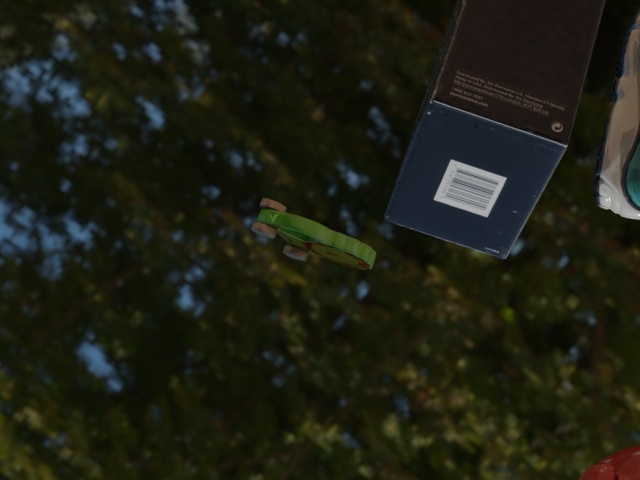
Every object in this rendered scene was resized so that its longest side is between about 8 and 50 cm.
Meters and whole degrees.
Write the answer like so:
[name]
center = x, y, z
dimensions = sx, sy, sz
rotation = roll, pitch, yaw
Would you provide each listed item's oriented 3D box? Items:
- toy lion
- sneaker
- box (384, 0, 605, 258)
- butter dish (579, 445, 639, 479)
[toy lion]
center = 0.000, 0.000, 1.466
dimensions = 0.096, 0.034, 0.100
rotation = 13, 167, 32
[sneaker]
center = 0.352, -0.151, 1.655
dimensions = 0.110, 0.275, 0.107
rotation = 12, 170, 6
[box]
center = 0.226, -0.186, 2.055
dimensions = 0.183, 0.294, 0.296
rotation = 18, 151, 0
[butter dish]
center = 0.245, 0.212, 1.240
dimensions = 0.118, 0.160, 0.160
rotation = 38, -125, -20
